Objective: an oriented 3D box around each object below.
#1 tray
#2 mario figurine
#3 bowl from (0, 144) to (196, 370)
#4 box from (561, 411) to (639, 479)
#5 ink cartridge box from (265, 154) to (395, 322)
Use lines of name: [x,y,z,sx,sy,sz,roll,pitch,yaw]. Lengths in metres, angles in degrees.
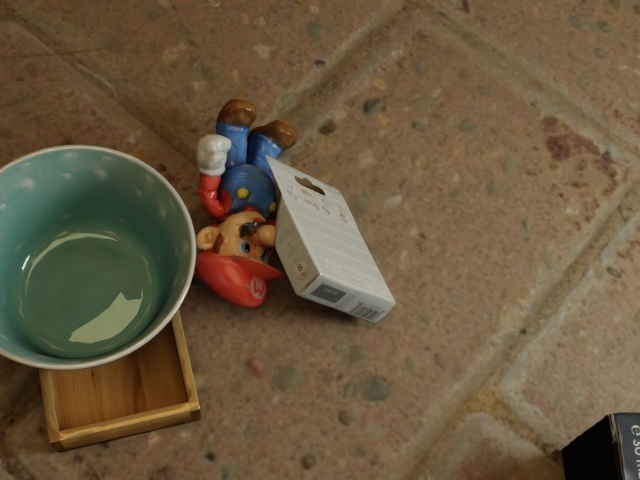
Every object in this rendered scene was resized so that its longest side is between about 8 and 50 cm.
tray: [-0.315,0.080,1.448,0.203,0.076,0.410,-12,67,-10]
mario figurine: [-0.089,-0.055,1.477,0.198,0.170,0.320,5,64,-5]
bowl: [-0.320,0.046,1.333,0.312,0.163,0.311,2,66,-4]
box: [0.555,0.391,1.314,0.396,0.212,0.293,0,66,-6]
ink cartridge box: [0.000,0.000,1.467,0.066,0.189,0.232,-44,52,19]
